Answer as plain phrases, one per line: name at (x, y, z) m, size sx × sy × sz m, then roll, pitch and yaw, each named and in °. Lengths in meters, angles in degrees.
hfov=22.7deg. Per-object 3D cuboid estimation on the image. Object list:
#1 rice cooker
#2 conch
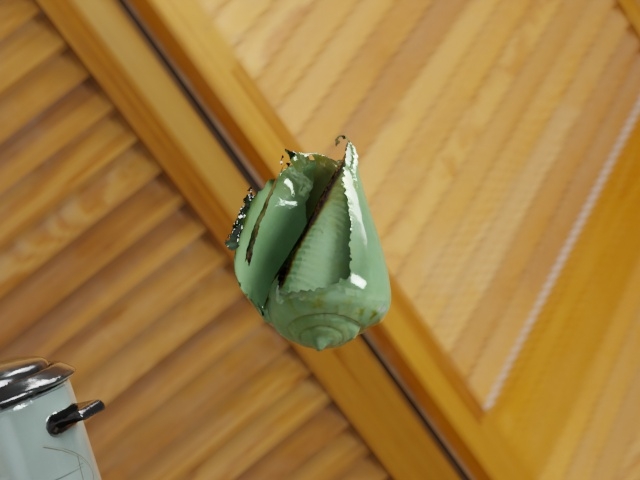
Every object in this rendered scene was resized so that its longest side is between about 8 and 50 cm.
rice cooker at (-0.315, 0.210, 1.420) m, size 0.280 × 0.227 × 0.241 m, roll -16°, pitch 3°, yaw 20°
conch at (-0.015, 0.001, 1.618) m, size 0.143 × 0.137 × 0.251 m, roll -21°, pitch 64°, yaw 10°
